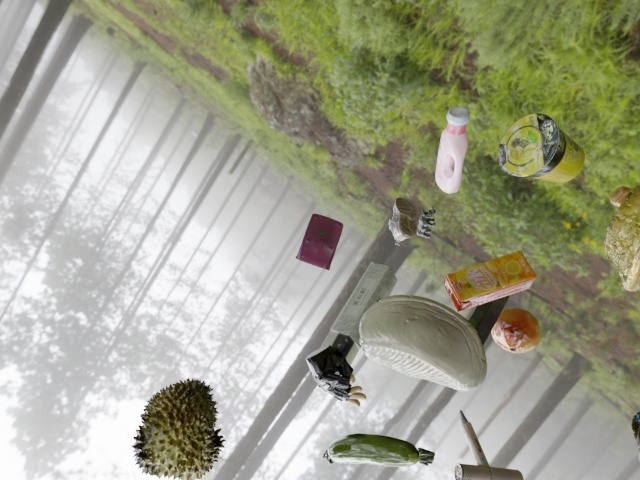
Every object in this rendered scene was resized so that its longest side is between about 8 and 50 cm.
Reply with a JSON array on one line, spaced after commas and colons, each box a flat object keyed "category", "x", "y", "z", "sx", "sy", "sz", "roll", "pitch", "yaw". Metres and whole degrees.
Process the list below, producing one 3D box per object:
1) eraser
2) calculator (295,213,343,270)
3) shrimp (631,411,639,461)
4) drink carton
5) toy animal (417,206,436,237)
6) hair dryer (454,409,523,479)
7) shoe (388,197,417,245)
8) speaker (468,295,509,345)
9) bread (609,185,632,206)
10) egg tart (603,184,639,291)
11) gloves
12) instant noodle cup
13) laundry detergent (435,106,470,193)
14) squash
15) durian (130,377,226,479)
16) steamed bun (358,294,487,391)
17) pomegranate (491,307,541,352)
[{"category": "eraser", "x": 0.145, "y": 0.261, "z": 1.666, "sx": 0.096, "sy": 0.404, "sz": 0.098, "roll": 5, "pitch": 140, "yaw": 42}, {"category": "calculator", "x": 0.000, "y": 0.000, "z": 1.606, "sx": 0.126, "sy": 0.191, "sz": 0.034, "roll": 19, "pitch": 159, "yaw": 0}, {"category": "shrimp", "x": 0.869, "y": 0.480, "z": 1.095, "sx": 0.054, "sy": 0.222, "sz": 0.290, "roll": 64, "pitch": -158, "yaw": -4}, {"category": "drink carton", "x": 0.470, "y": 0.114, "z": 1.284, "sx": 0.071, "sy": 0.222, "sz": 0.096, "roll": 78, "pitch": 175, "yaw": -55}, {"category": "toy animal", "x": 0.415, "y": -0.073, "z": 1.797, "sx": 0.065, "sy": 0.136, "sz": 0.047, "roll": 11, "pitch": -142, "yaw": -2}, {"category": "hair dryer", "x": 0.489, "y": 0.631, "z": 1.400, "sx": 0.195, "sy": 0.054, "sz": 0.220, "roll": 11, "pitch": -142, "yaw": -8}, {"category": "shoe", "x": 0.302, "y": -0.069, "z": 1.702, "sx": 0.089, "sy": 0.092, "sz": 0.180, "roll": 11, "pitch": -125, "yaw": -16}, {"category": "speaker", "x": 0.559, "y": 0.247, "z": 1.552, "sx": 0.044, "sy": 0.218, "sz": 0.082, "roll": 9, "pitch": 146, "yaw": 52}, {"category": "bread", "x": 0.913, "y": -0.121, "z": 1.359, "sx": 0.103, "sy": 0.062, "sz": 0.049, "roll": 20, "pitch": -149, "yaw": -6}, {"category": "egg tart", "x": 0.790, "y": -0.032, "z": 1.115, "sx": 0.132, "sy": 0.341, "sz": 0.341, "roll": 32, "pitch": -174, "yaw": 36}, {"category": "gloves", "x": 0.051, "y": 0.412, "z": 1.368, "sx": 0.203, "sy": 0.124, "sz": 0.164, "roll": 62, "pitch": -157, "yaw": 5}, {"category": "instant noodle cup", "x": 0.755, "y": -0.289, "z": 1.547, "sx": 0.236, "sy": 0.216, "sz": 0.215, "roll": 13, "pitch": -161, "yaw": -33}, {"category": "laundry detergent", "x": 0.497, "y": -0.340, "z": 1.733, "sx": 0.335, "sy": 0.087, "sz": 0.159, "roll": 83, "pitch": 172, "yaw": -49}, {"category": "squash", "x": 0.122, "y": 0.517, "z": 1.138, "sx": 0.080, "sy": 0.318, "sz": 0.071, "roll": 38, "pitch": -133, "yaw": -40}, {"category": "durian", "x": -0.380, "y": 0.504, "z": 1.235, "sx": 0.258, "sy": 0.258, "sz": 0.293, "roll": 31, "pitch": 175, "yaw": -14}, {"category": "steamed bun", "x": 0.321, "y": 0.293, "z": 1.409, "sx": 0.383, "sy": 0.236, "sz": 0.247, "roll": 17, "pitch": 159, "yaw": 17}, {"category": "pomegranate", "x": 0.853, "y": 0.392, "z": 2.020, "sx": 0.209, "sy": 0.209, "sz": 0.209, "roll": 33, "pitch": -171, "yaw": -6}]
